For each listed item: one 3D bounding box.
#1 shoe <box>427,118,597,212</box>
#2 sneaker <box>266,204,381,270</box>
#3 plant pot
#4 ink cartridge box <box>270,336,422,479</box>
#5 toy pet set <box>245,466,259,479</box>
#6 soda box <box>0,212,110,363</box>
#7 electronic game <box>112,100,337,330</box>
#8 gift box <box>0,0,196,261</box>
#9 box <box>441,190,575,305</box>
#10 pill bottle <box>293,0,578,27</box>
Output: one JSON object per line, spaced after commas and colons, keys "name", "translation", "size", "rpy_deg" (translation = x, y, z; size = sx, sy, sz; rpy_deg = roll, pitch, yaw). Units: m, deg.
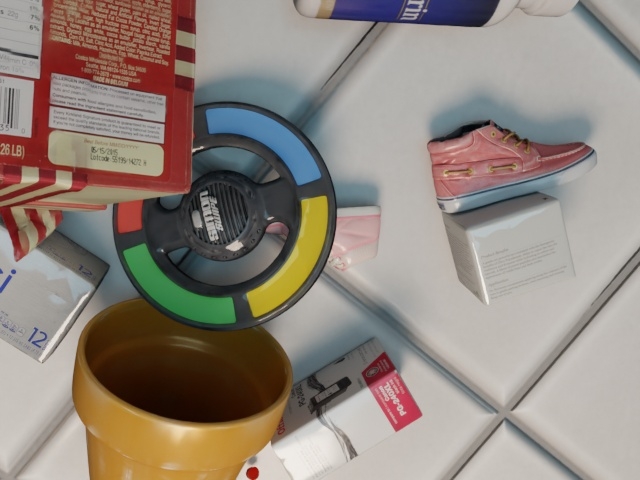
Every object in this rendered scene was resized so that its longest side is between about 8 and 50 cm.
{"name": "shoe", "translation": [0.202, -0.093, 0.811], "size": [0.178, 0.063, 0.081], "rpy_deg": [-17, 107, 0]}
{"name": "sneaker", "translation": [0.000, 0.000, 0.809], "size": [0.134, 0.051, 0.070], "rpy_deg": [-3, 96, -11]}
{"name": "plant pot", "translation": [-0.148, 0.188, 0.764], "size": [0.205, 0.205, 0.188], "rpy_deg": [12, 115, -9]}
{"name": "ink cartridge box", "translation": [0.019, 0.181, 0.815], "size": [0.150, 0.109, 0.063], "rpy_deg": [-31, 104, -1]}
{"name": "toy pet set", "translation": [-0.092, 0.334, 0.868], "size": [0.114, 0.065, 0.122], "rpy_deg": [-45, 109, -33]}
{"name": "soda box", "translation": [-0.355, -0.007, 0.742], "size": [0.286, 0.091, 0.098], "rpy_deg": [35, 96, -12]}
{"name": "electronic game", "translation": [-0.097, -0.025, 0.761], "size": [0.229, 0.048, 0.229], "rpy_deg": [-1, 86, 9]}
{"name": "gift box", "translation": [-0.265, -0.125, 0.610], "size": [0.255, 0.258, 0.276], "rpy_deg": [9, 85, -37]}
{"name": "box", "translation": [0.195, 0.003, 0.809], "size": [0.101, 0.102, 0.087], "rpy_deg": [-18, 104, -3]}
{"name": "pill bottle", "translation": [0.110, -0.281, 0.719], "size": [0.264, 0.153, 0.153], "rpy_deg": [0, 101, -8]}
